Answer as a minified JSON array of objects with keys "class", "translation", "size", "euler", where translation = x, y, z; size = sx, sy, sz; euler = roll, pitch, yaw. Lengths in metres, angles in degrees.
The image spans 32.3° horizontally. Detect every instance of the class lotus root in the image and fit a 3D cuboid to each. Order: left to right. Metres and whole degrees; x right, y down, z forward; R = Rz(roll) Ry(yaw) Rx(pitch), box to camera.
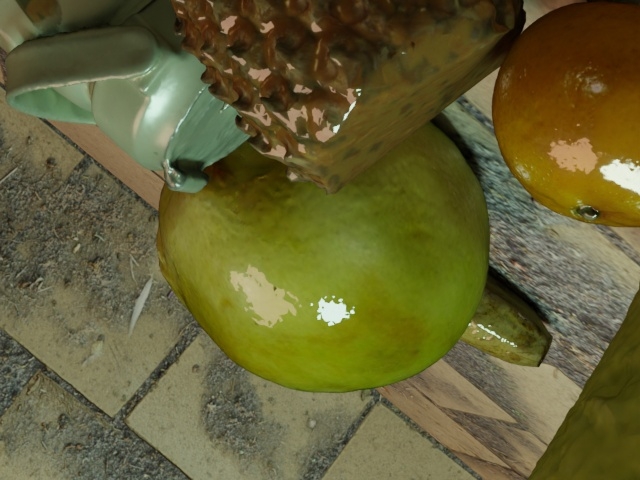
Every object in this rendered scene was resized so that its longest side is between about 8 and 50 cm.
[{"class":"lotus root","translation":[0.169,0.071,1.343],"size":[0.258,0.097,0.110],"euler":[37,-160,2]}]

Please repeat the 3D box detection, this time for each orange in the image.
[{"class":"orange","translation":[0.178,-0.071,0.664],"size":[0.156,0.124,0.156],"euler":[25,176,2]}]

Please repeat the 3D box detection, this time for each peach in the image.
[{"class":"peach","translation":[0.007,0.001,1.063],"size":[0.281,0.314,0.315],"euler":[-122,11,-46]}]

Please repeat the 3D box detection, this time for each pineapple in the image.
[{"class":"pineapple","translation":[-0.040,-0.206,0.728],"size":[0.362,0.202,0.202],"euler":[49,171,11]}]

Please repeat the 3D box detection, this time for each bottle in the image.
[{"class":"bottle","translation":[-0.165,-0.187,0.908],"size":[0.351,0.229,0.229],"euler":[48,172,16]}]

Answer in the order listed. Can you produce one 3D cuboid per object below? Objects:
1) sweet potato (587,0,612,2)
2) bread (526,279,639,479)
[{"class":"sweet potato","translation":[0.148,-0.168,0.657],"size":[0.115,0.026,0.026],"euler":[38,170,-31]},{"class":"bread","translation":[0.319,0.176,0.757],"size":[0.348,0.308,0.348],"euler":[40,170,8]}]
